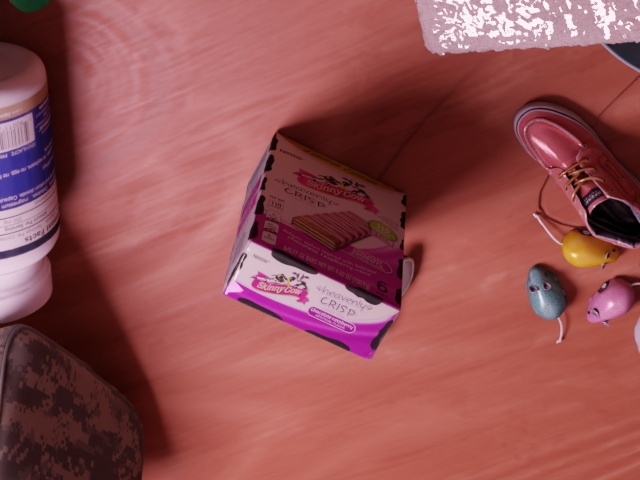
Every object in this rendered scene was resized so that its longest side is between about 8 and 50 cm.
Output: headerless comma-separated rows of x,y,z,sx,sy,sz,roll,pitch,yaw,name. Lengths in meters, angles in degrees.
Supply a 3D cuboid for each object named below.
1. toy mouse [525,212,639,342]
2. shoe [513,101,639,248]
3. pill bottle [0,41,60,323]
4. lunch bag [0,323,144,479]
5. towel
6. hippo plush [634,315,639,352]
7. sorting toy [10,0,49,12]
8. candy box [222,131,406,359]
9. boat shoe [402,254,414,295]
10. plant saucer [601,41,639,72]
0.278,0.060,1.651,0.161,0.031,0.143,17,119,-5,toy mouse
0.267,-0.065,1.554,0.178,0.081,0.063,39,115,-16,shoe
-0.345,-0.056,1.569,0.153,0.153,0.265,3,119,3,pill bottle
-0.365,0.237,1.662,0.256,0.213,0.305,-6,153,23,lunch bag
0.209,-0.265,1.424,0.282,0.049,0.187,-2,116,26,towel
0.455,0.110,1.549,0.236,0.234,0.294,37,116,-16,hippo plush
-0.289,-0.346,1.432,0.132,0.046,0.274,-6,126,-41,sorting toy
0.000,0.000,1.526,0.159,0.233,0.071,25,118,-10,candy box
0.060,0.062,1.667,0.046,0.038,0.125,-6,131,-43,boat shoe
0.382,-0.293,1.442,0.317,0.044,0.318,2,118,4,plant saucer
